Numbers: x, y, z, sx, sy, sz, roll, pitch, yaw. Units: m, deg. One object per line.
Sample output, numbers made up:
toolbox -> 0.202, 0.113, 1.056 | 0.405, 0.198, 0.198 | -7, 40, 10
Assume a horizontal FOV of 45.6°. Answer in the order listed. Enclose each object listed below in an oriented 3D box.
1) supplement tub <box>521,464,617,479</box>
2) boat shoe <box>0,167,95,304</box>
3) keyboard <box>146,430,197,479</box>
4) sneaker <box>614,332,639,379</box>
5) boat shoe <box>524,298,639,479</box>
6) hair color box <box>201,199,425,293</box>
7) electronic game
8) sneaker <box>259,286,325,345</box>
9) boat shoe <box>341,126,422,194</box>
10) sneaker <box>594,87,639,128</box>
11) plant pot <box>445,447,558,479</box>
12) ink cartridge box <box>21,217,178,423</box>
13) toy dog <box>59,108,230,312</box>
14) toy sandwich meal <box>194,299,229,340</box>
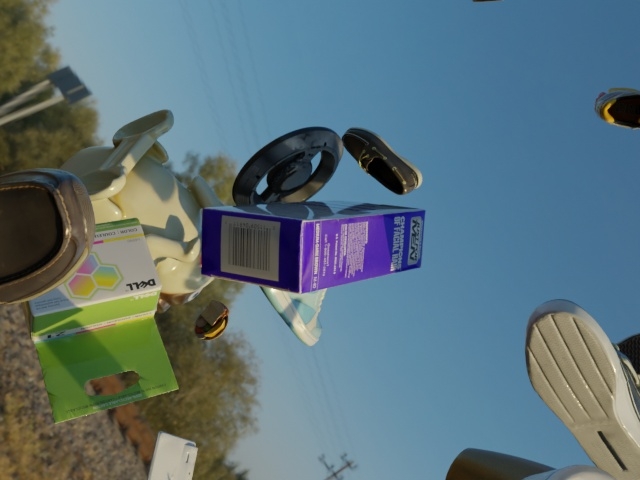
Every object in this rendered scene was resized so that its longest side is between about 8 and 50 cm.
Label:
supplement tub -> 0.360, 0.417, 1.135 | 0.144, 0.144, 0.199 | 57, -19, 14
boat shoe -> -0.383, 0.025, 0.760 | 0.132, 0.356, 0.130 | 69, 23, -5
keyboard -> -0.192, 0.356, 0.881 | 0.014, 0.256, 0.072 | -8, -28, 34
sneaker -> 0.649, 0.273, 1.638 | 0.123, 0.290, 0.105 | 76, 5, -62
boat shoe -> 0.384, 0.197, 1.085 | 0.121, 0.119, 0.335 | -13, -59, 33
hair color box -> 0.000, 0.000, 1.165 | 0.185, 0.339, 0.110 | 8, -79, 35
electronic game -> -0.058, -0.125, 1.406 | 0.048, 0.229, 0.229 | 57, -16, 23
sneaker -> -0.009, 0.098, 1.670 | 0.127, 0.208, 0.319 | 50, -7, 36
boat shoe -> 0.133, -0.189, 1.794 | 0.228, 0.069, 0.081 | 37, -43, 19
sneaker -> 0.624, -0.236, 1.405 | 0.093, 0.225, 0.088 | -45, 133, -63
plant pot -> 0.406, 0.560, 1.649 | 0.254, 0.237, 0.237 | 25, -36, 39
ink cartridge box -> -0.323, 0.108, 1.107 | 0.255, 0.189, 0.097 | 64, -30, 26
toy dog -> -0.394, -0.020, 1.712 | 0.408, 0.396, 0.284 | 58, 33, -31
toy sandwich meal -> -0.221, 0.161, 1.533 | 0.085, 0.086, 0.029 | 47, -6, 40
